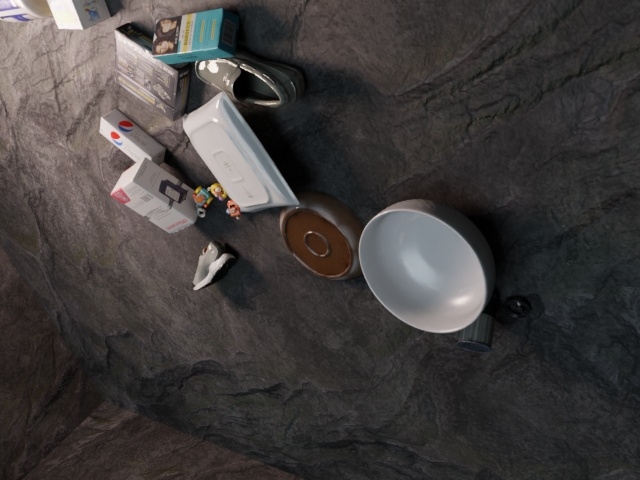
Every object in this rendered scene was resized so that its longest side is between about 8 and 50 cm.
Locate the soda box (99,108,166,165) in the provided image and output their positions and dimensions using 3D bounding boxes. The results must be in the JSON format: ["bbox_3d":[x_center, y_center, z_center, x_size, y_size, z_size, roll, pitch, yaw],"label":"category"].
[{"bbox_3d":[-0.597,-0.319,1.961,0.216,0.069,0.074,38,141,6],"label":"soda box"}]

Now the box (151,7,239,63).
[{"bbox_3d":[-0.312,-0.502,1.525,0.244,0.060,0.101,6,88,36],"label":"box"}]

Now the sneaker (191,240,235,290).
[{"bbox_3d":[-0.382,0.089,2.132,0.108,0.100,0.271,55,138,8],"label":"sneaker"}]

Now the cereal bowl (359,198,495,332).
[{"bbox_3d":[0.268,0.047,1.478,0.339,0.141,0.339,24,130,31],"label":"cereal bowl"}]

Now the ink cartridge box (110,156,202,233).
[{"bbox_3d":[-0.516,-0.138,1.967,0.237,0.100,0.172,36,147,-28],"label":"ink cartridge box"}]

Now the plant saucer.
[{"bbox_3d":[0.000,0.000,1.755,0.310,0.050,0.311,24,138,23],"label":"plant saucer"}]

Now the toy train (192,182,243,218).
[{"bbox_3d":[-0.320,-0.112,1.891,0.166,0.046,0.125,-4,113,18],"label":"toy train"}]

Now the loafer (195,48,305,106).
[{"bbox_3d":[-0.190,-0.397,1.511,0.319,0.111,0.112,17,134,29],"label":"loafer"}]

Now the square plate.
[{"bbox_3d":[-0.237,-0.216,1.690,0.344,0.049,0.347,56,156,-16],"label":"square plate"}]

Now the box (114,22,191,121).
[{"bbox_3d":[-0.474,-0.470,1.732,0.231,0.056,0.183,35,141,11],"label":"box"}]

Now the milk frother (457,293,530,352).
[{"bbox_3d":[0.423,0.204,1.505,0.129,0.135,0.143,29,154,-34],"label":"milk frother"}]

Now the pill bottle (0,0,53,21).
[{"bbox_3d":[-0.874,-0.712,1.780,0.264,0.153,0.153,9,130,34],"label":"pill bottle"}]

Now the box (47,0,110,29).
[{"bbox_3d":[-0.677,-0.689,1.671,0.114,0.103,0.203,13,132,31],"label":"box"}]
